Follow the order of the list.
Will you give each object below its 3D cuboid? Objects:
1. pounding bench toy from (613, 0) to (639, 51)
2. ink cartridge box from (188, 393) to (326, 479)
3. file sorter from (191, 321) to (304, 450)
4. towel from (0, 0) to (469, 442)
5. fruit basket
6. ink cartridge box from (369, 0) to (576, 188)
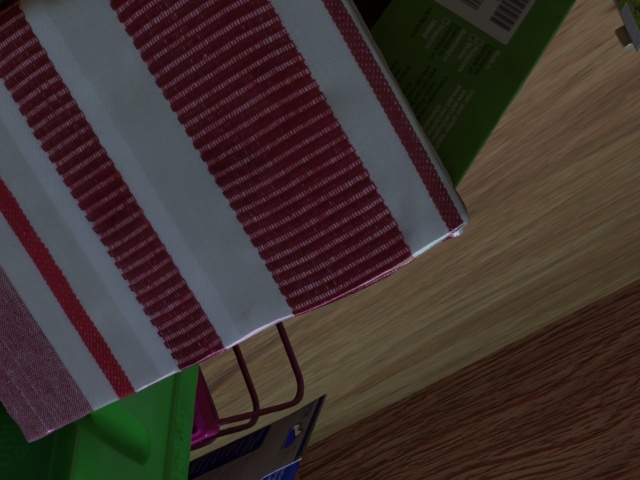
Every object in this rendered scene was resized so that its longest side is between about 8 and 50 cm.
[{"bbox_3d":[0.280,-0.190,0.985,0.065,0.052,0.083,-19,166,-6],"label":"pounding bench toy"},{"bbox_3d":[-0.132,0.276,1.226,0.333,0.065,0.165,-28,-172,16],"label":"ink cartridge box"},{"bbox_3d":[-0.192,0.148,1.295,0.291,0.202,0.182,-30,164,33],"label":"file sorter"},{"bbox_3d":[-0.107,-0.039,0.704,0.329,0.237,0.037,-26,-168,21],"label":"towel"},{"bbox_3d":[-0.247,0.214,1.076,0.283,0.392,0.392,-2,168,10],"label":"fruit basket"},{"bbox_3d":[0.067,-0.084,0.831,0.189,0.097,0.255,-56,176,-17],"label":"ink cartridge box"}]
